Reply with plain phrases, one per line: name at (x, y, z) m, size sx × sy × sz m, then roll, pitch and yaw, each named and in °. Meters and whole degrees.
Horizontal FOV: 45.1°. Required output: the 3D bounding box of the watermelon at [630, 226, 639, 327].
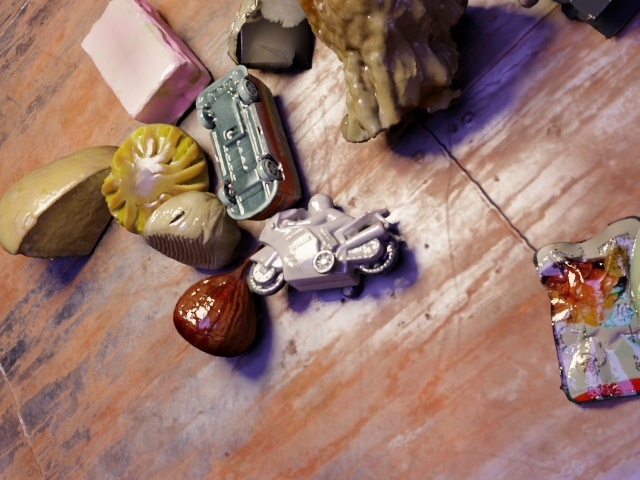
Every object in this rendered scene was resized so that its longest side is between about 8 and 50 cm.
watermelon at (0.482, 0.012, 0.922) m, size 0.202 × 0.136 × 0.208 m, roll -33°, pitch 58°, yaw 55°

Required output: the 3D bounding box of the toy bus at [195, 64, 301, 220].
toy bus at (-0.116, -0.155, 1.322) m, size 0.121 × 0.119 × 0.265 m, roll -29°, pitch 67°, yaw 27°

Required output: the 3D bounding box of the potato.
potato at (-0.517, -0.112, 1.512) m, size 0.211 × 0.189 × 0.264 m, roll 42°, pitch 102°, yaw 31°

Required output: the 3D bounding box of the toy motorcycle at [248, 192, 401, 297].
toy motorcycle at (0.000, 0.000, 1.236) m, size 0.260 × 0.110 × 0.171 m, roll -12°, pitch 62°, yaw 23°

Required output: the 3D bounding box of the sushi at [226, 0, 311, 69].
sushi at (-0.093, -0.432, 1.377) m, size 0.109 × 0.134 × 0.273 m, roll 5°, pitch 92°, yaw 63°

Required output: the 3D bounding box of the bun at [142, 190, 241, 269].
bun at (-0.214, -0.026, 1.326) m, size 0.173 × 0.166 × 0.114 m, roll -15°, pitch 54°, yaw 53°

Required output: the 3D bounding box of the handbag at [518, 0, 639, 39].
handbag at (0.352, -0.460, 1.115) m, size 0.269 × 0.118 × 0.326 m, roll -50°, pitch 58°, yaw 13°

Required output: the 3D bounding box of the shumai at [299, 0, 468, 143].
shumai at (0.075, -0.282, 1.137) m, size 0.266 × 0.314 × 0.263 m, roll 7°, pitch 87°, yaw 19°

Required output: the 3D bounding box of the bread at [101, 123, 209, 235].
bread at (-0.304, -0.108, 1.416) m, size 0.213 × 0.105 × 0.214 m, roll 0°, pitch 91°, yaw 11°

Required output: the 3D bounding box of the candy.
candy at (-0.340, -0.350, 1.503) m, size 0.155 × 0.115 × 0.265 m, roll -48°, pitch 59°, yaw 17°

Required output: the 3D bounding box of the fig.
fig at (-0.148, 0.094, 1.292) m, size 0.146 × 0.134 × 0.201 m, roll 38°, pitch 91°, yaw 22°

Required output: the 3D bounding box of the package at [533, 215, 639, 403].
package at (0.380, 0.091, 1.024) m, size 0.166 × 0.040 × 0.232 m, roll -16°, pitch 73°, yaw 27°
